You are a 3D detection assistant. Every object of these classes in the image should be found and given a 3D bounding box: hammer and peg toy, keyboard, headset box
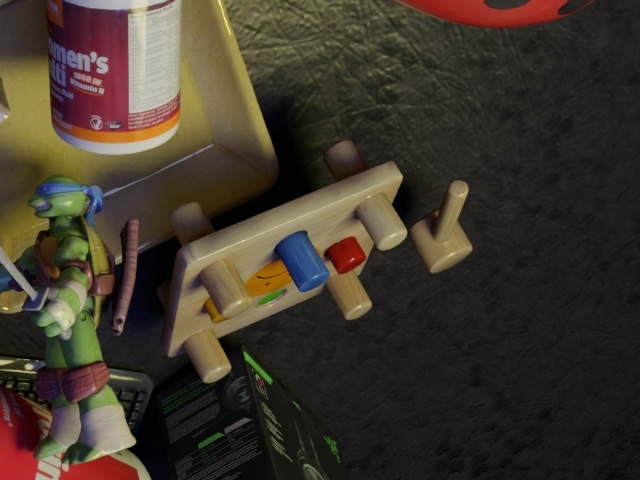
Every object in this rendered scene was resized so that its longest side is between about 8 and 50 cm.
[{"bbox_3d":[0.000,0.000,1.611,0.361,0.127,0.266,-23,160,-19],"label":"hammer and peg toy"},{"bbox_3d":[-0.358,0.221,1.696,0.317,0.033,0.201,10,116,-31],"label":"keyboard"},{"bbox_3d":[-0.059,0.296,1.747,0.131,0.283,0.246,-31,132,11],"label":"headset box"}]

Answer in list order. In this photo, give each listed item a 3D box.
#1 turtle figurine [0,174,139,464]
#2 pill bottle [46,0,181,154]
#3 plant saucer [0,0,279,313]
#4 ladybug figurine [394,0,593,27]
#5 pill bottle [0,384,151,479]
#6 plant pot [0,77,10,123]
[{"bbox_3d":[-0.287,0.083,1.413,0.275,0.198,0.266,-21,99,-63],"label":"turtle figurine"},{"bbox_3d":[-0.185,-0.199,1.345,0.121,0.121,0.221,-11,125,-22],"label":"pill bottle"},{"bbox_3d":[-0.239,-0.130,1.494,0.333,0.081,0.332,-26,128,-10],"label":"plant saucer"},{"bbox_3d":[0.171,-0.358,1.506,0.449,0.162,0.305,19,110,-36],"label":"ladybug figurine"},{"bbox_3d":[-0.324,0.289,1.590,0.229,0.229,0.408,-48,130,8],"label":"pill bottle"},{"bbox_3d":[-0.351,-0.122,1.326,0.109,0.109,0.096,-44,118,5],"label":"plant pot"}]
